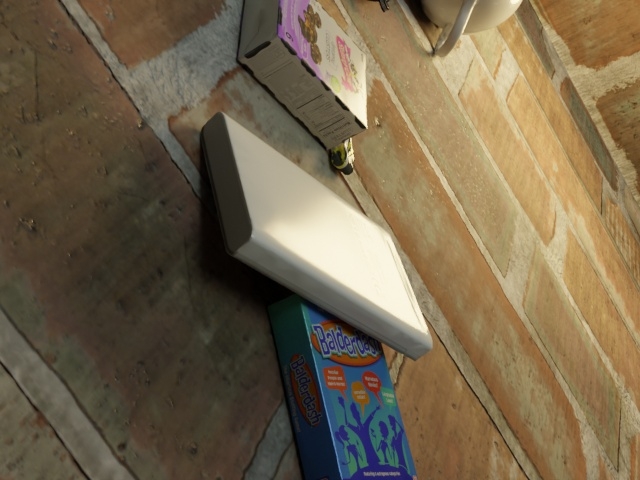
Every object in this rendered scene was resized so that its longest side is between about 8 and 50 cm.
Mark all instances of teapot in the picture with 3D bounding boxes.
[{"bbox_3d":[0.297,-0.519,1.900,0.256,0.187,0.252,-16,60,-37],"label":"teapot"}]

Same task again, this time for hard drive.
[{"bbox_3d":[0.000,0.000,1.025,0.307,0.040,0.203,33,28,-40],"label":"hard drive"}]

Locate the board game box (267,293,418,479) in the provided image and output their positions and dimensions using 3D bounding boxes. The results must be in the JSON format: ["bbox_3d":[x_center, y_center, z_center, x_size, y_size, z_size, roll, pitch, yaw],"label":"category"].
[{"bbox_3d":[0.026,0.171,0.982,0.160,0.047,0.210,19,50,-54],"label":"board game box"}]

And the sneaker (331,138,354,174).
[{"bbox_3d":[0.031,-0.125,1.263,0.035,0.031,0.083,57,29,-44],"label":"sneaker"}]

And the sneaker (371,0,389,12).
[{"bbox_3d":[0.080,-0.532,1.580,0.268,0.101,0.153,62,25,-26],"label":"sneaker"}]

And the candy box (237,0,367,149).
[{"bbox_3d":[-0.019,-0.248,1.225,0.196,0.070,0.164,41,35,-37],"label":"candy box"}]
